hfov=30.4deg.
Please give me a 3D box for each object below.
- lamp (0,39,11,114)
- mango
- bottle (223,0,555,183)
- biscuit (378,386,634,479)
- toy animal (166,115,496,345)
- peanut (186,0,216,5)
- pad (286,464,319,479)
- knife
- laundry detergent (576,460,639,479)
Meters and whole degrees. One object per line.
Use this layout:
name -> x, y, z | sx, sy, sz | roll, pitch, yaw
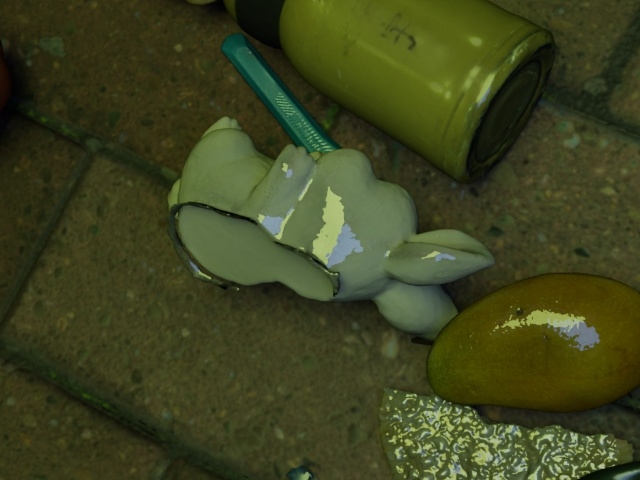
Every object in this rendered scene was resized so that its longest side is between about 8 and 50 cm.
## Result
lamp -> -0.442, -0.185, 1.330 | 0.187, 0.164, 0.188 | 2, 103, 9
mango -> 0.210, 0.100, 1.117 | 0.227, 0.099, 0.136 | -11, 102, 10
bottle -> 0.052, -0.216, 1.201 | 0.351, 0.171, 0.172 | 35, 89, 21
biscuit -> 0.168, 0.229, 1.142 | 0.249, 0.032, 0.133 | 11, 83, 16
toy animal -> -0.002, -0.006, 1.154 | 0.325, 0.208, 0.154 | 33, 57, 9
peanut -> -0.188, -0.383, 1.324 | 0.136, 0.120, 0.298 | -37, 74, 10
pad -> -0.029, 0.407, 1.167 | 0.270, 0.012, 0.269 | -45, 71, 2
knife -> -0.016, -0.121, 1.272 | 0.044, 0.026, 0.297 | -38, 69, 1
laundry detergent -> 0.337, 0.263, 1.057 | 0.221, 0.078, 0.144 | -11, 90, 8
